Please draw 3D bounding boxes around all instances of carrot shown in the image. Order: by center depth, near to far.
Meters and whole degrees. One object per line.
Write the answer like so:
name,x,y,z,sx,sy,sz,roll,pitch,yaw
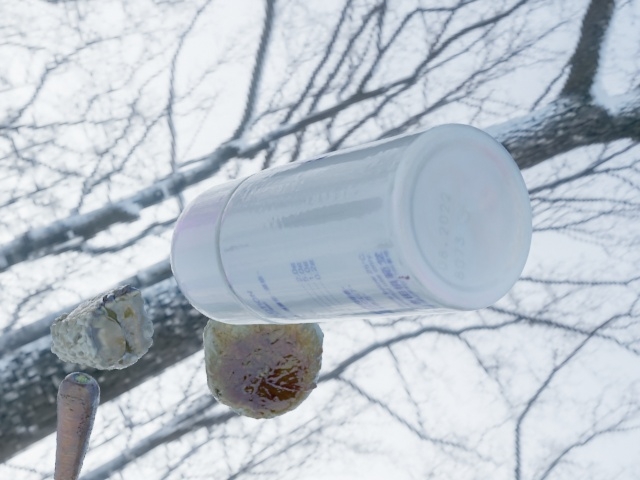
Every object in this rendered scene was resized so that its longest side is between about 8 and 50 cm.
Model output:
carrot,-0.321,0.247,1.536,0.055,0.055,0.162,27,-61,32

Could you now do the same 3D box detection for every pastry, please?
pastry,-0.090,0.177,1.775,0.093,0.182,0.193,-107,-156,-60

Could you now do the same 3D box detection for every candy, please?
candy,-0.235,0.096,1.276,0.110,0.095,0.085,-8,-80,40

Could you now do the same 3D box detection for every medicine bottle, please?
medicine bottle,0.000,0.000,0.918,0.341,0.130,0.130,-10,-79,54
